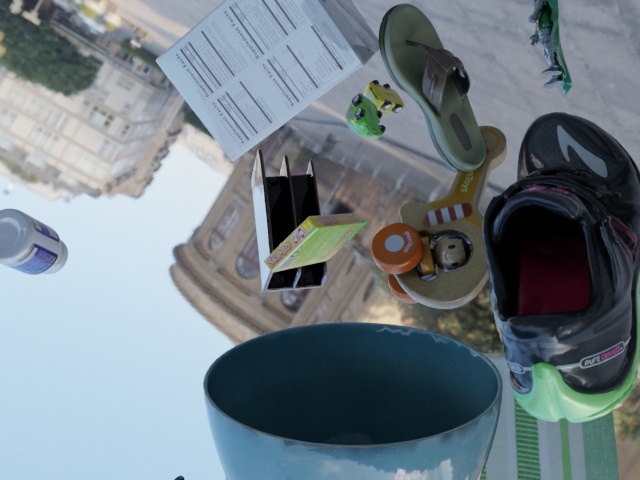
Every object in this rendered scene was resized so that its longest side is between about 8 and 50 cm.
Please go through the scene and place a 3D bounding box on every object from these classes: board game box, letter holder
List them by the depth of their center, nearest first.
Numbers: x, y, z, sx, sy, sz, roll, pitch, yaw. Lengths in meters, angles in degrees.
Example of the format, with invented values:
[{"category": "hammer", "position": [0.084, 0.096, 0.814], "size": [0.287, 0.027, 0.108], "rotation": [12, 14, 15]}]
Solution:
[{"category": "board game box", "position": [0.000, 0.000, 1.371], "size": [0.039, 0.124, 0.259], "rotation": [52, -159, 15]}, {"category": "letter holder", "position": [-0.072, -0.053, 1.713], "size": [0.151, 0.302, 0.214], "rotation": [-4, 162, -10]}]

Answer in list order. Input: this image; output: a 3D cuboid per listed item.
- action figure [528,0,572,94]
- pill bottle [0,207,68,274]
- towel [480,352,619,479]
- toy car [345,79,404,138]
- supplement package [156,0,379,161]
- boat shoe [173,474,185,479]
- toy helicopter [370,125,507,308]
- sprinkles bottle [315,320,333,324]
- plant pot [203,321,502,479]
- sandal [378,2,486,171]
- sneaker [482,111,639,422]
[{"category": "action figure", "position": [0.419, -0.401, 1.338], "size": [0.063, 0.232, 0.137], "rotation": [-8, 159, 17]}, {"category": "pill bottle", "position": [-0.603, 0.011, 1.486], "size": [0.112, 0.112, 0.187], "rotation": [34, 172, 15]}, {"category": "towel", "position": [0.301, 0.298, 1.153], "size": [0.324, 0.248, 0.038], "rotation": [0, 158, 7]}, {"category": "toy car", "position": [0.069, -0.256, 1.315], "size": [0.239, 0.053, 0.225], "rotation": [32, -146, -30]}, {"category": "supplement package", "position": [-0.073, -0.298, 1.143], "size": [0.198, 0.262, 0.199], "rotation": [53, -156, -11]}, {"category": "boat shoe", "position": [-0.291, 0.541, 1.432], "size": [0.083, 0.183, 0.065], "rotation": [45, -147, 15]}, {"category": "toy helicopter", "position": [0.251, -0.046, 1.208], "size": [0.234, 0.355, 0.140], "rotation": [11, 154, 29]}, {"category": "sprinkles bottle", "position": [-0.042, 0.335, 1.433], "size": [0.121, 0.356, 0.121], "rotation": [28, -165, -8]}, {"category": "plant pot", "position": [0.031, 0.223, 0.730], "size": [0.290, 0.196, 0.290], "rotation": [-1, -167, 0]}, {"category": "sandal", "position": [0.203, -0.253, 1.168], "size": [0.303, 0.120, 0.086], "rotation": [55, 152, -17]}, {"category": "sneaker", "position": [0.308, -0.019, 0.891], "size": [0.202, 0.185, 0.483], "rotation": [57, -147, -36]}]
